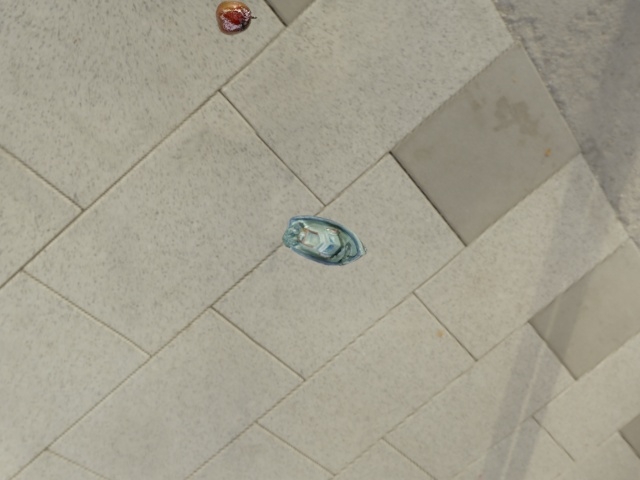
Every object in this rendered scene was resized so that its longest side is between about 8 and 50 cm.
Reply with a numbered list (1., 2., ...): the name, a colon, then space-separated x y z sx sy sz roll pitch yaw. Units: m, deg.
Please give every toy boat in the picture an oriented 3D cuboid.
1. toy boat: 0.000 0.000 0.823 0.066 0.140 0.059 11 95 -51

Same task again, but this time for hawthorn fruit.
1. hawthorn fruit: -0.181 -0.464 1.312 0.077 0.077 0.077 -8 120 -14
